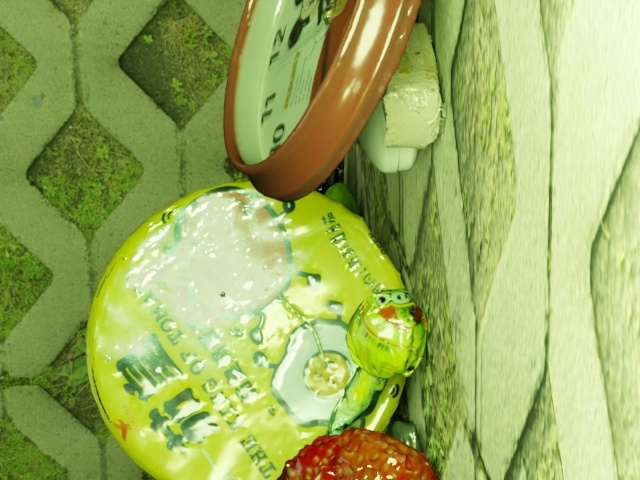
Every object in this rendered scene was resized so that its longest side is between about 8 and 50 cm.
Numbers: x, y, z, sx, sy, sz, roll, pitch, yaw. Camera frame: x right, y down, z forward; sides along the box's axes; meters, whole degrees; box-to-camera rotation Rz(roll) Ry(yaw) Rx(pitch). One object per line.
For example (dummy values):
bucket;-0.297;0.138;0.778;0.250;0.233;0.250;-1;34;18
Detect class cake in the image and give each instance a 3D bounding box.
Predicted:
cake;0.071;-0.141;1.329;0.065;0.052;0.121;84;-178;-60

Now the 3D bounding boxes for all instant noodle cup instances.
instant noodle cup;-0.059;0.123;1.708;0.254;0.325;0.325;65;-159;-75

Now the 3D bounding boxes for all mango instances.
mango;0.014;-0.003;2.042;0.091;0.074;0.165;-94;4;-47

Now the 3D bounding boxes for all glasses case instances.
glasses case;0.056;-0.132;1.462;0.233;0.059;0.092;-99;6;-66

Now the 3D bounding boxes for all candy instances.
candy;0.025;0.159;1.507;0.262;0.073;0.077;-64;-1;21

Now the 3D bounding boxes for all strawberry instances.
strawberry;0.045;0.235;1.456;0.236;0.107;0.175;-7;120;56

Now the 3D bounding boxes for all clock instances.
clock;0.014;-0.182;1.328;0.318;0.080;0.318;-51;30;45

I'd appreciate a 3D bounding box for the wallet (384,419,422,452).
wallet;0.075;0.274;1.592;0.245;0.052;0.168;106;157;-71

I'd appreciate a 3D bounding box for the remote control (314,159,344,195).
remote control;0.000;0.000;2.228;0.399;0.062;0.144;90;-173;-56
